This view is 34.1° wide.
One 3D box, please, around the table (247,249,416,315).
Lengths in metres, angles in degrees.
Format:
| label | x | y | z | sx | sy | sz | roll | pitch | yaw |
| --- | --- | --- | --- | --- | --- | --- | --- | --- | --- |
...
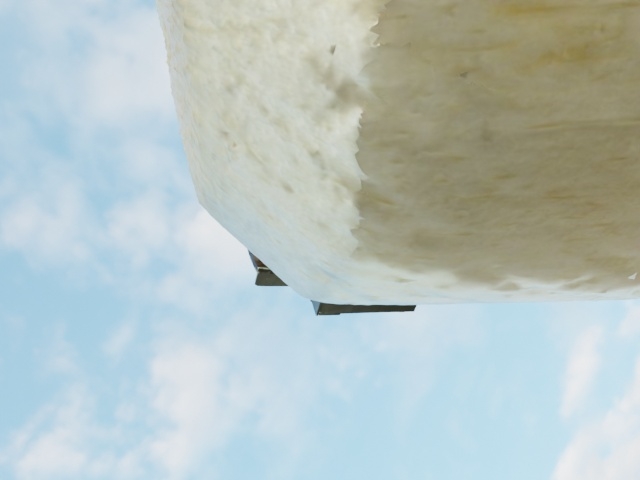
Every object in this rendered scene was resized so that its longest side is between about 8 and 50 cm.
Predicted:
| label | x | y | z | sx | sy | sz | roll | pitch | yaw |
| --- | --- | --- | --- | --- | --- | --- | --- | --- | --- |
| table | 0.000 | 0.000 | 1.028 | 0.175 | 0.146 | 0.062 | 1 | -47 | -19 |

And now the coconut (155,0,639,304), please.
| label | x | y | z | sx | sy | sz | roll | pitch | yaw |
| --- | --- | --- | --- | --- | --- | --- | --- | --- | --- |
| coconut | 0.087 | -0.111 | 0.478 | 0.328 | 0.328 | 0.329 | -18 | -61 | -36 |
